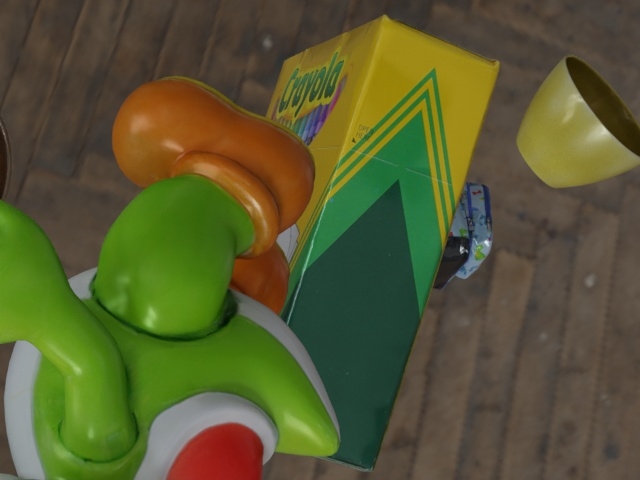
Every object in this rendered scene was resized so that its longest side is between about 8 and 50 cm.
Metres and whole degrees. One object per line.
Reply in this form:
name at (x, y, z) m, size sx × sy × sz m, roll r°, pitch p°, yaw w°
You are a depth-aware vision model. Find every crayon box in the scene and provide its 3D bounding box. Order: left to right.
crayon box at (0.000, 0.000, 1.367) m, size 0.106 × 0.363 × 0.313 m, roll 18°, pitch 87°, yaw -13°

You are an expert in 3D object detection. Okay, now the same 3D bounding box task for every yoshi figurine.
yoshi figurine at (-0.140, 0.091, 0.764) m, size 0.203 × 0.203 × 0.362 m, roll 48°, pitch 44°, yaw -25°

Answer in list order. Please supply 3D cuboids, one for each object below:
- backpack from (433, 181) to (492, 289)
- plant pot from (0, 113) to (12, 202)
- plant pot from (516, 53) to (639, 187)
backpack at (0.111, -0.020, 1.574) m, size 0.084 × 0.105 × 0.114 m, roll 3°, pitch 65°, yaw -14°
plant pot at (-0.405, -0.073, 1.588) m, size 0.167 × 0.165 × 0.167 m, roll -6°, pitch 98°, yaw -49°
plant pot at (0.257, -0.107, 1.728) m, size 0.134 × 0.095 × 0.134 m, roll 39°, pitch 26°, yaw -23°
